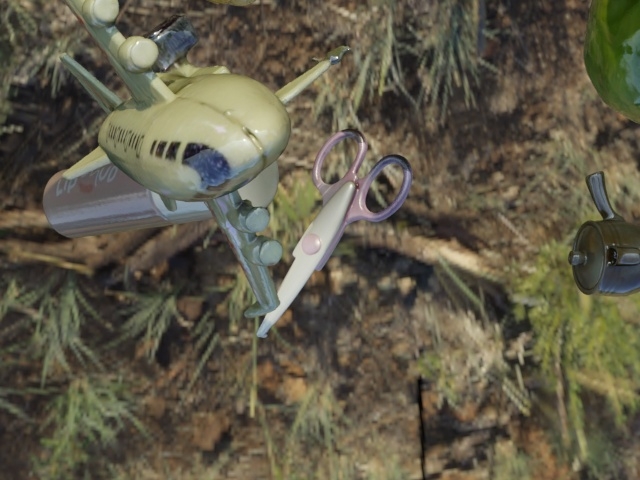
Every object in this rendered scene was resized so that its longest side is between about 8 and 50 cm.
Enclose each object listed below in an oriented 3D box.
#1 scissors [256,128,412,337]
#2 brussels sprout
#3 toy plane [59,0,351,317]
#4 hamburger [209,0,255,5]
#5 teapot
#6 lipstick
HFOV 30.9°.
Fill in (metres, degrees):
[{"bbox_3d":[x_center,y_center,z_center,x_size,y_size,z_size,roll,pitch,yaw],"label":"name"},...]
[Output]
[{"bbox_3d":[0.000,0.000,0.891,0.176,0.085,0.022,-58,153,2],"label":"scissors"},{"bbox_3d":[0.354,-0.216,1.035,0.210,0.271,0.219,18,120,13],"label":"brussels sprout"},{"bbox_3d":[-0.071,-0.056,0.587,0.256,0.104,0.242,-1,125,59],"label":"toy plane"},{"bbox_3d":[-0.122,-0.349,1.139,0.244,0.244,0.163,34,124,-29],"label":"hamburger"},{"bbox_3d":[0.258,-0.007,1.008,0.080,0.110,0.085,2,173,-14],"label":"teapot"},{"bbox_3d":[-0.152,-0.047,1.061,0.254,0.070,0.070,-7,140,41],"label":"lipstick"}]
